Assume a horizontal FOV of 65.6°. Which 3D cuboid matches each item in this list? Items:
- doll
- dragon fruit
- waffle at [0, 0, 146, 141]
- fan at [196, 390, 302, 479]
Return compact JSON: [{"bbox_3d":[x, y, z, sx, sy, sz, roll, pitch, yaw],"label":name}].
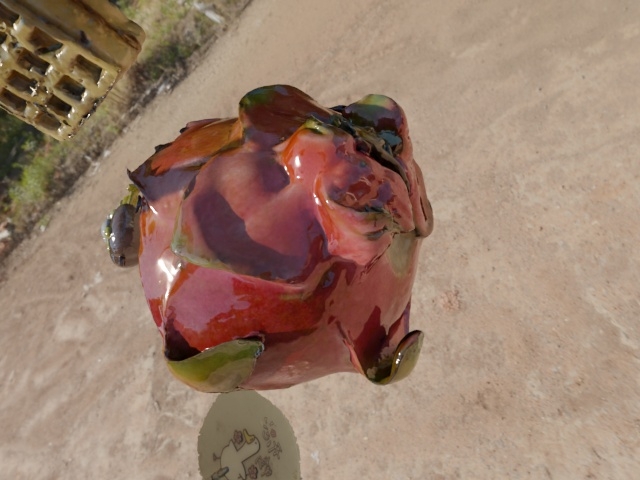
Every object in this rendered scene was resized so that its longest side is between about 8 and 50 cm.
[{"bbox_3d":[-0.401,-0.024,1.029,0.188,0.096,0.145,-118,40,-55],"label":"doll"},{"bbox_3d":[0.000,0.000,0.472,0.226,0.305,0.305,-10,59,28],"label":"dragon fruit"},{"bbox_3d":[-0.474,-0.321,0.698,0.261,0.376,0.113,-24,44,43],"label":"waffle"},{"bbox_3d":[-0.156,0.356,0.747,0.012,0.415,0.232,-32,73,26],"label":"fan"}]
